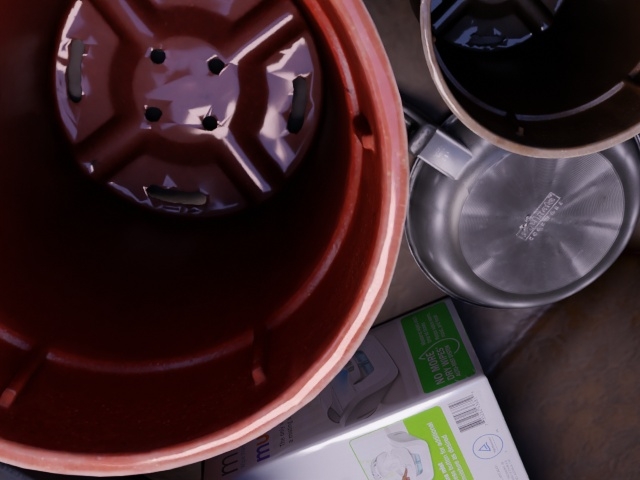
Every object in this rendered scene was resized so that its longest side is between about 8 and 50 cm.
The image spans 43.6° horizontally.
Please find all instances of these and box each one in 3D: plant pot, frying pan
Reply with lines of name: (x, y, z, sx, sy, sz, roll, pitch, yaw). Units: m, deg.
plant pot: (0.127, -0.154, 0.484, 0.166, 0.165, 0.167, -2, 114, -4)
plant pot: (-0.098, -0.064, 0.439, 0.272, 0.265, 0.272, 0, 109, 1)
frying pan: (0.128, -0.072, 0.592, 0.197, 0.053, 0.326, -33, 117, 9)

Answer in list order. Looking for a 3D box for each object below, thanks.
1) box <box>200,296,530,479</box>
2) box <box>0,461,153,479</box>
box: (0.060, 0.221, 0.676, 0.231, 0.127, 0.262, -24, 115, 7)
box: (-0.244, 0.251, 0.449, 0.343, 0.179, 0.313, 40, 75, -29)
